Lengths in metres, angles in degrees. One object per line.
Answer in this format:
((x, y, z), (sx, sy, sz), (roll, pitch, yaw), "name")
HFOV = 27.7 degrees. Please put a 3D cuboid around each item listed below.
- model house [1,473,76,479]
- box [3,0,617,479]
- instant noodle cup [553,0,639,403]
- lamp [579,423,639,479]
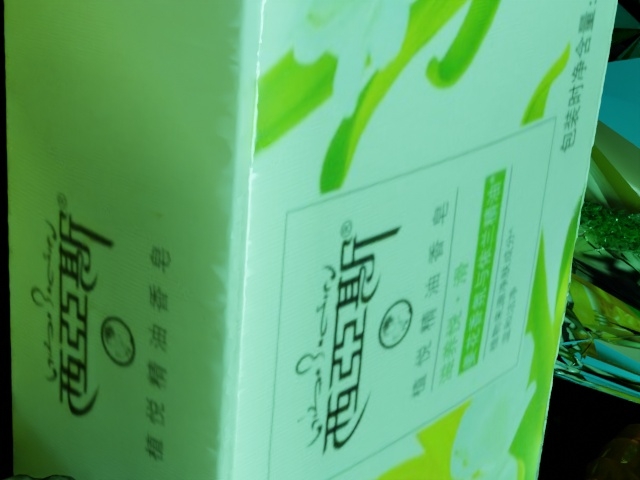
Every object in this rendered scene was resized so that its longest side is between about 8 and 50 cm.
((-0.122, 0.146, 0.365), (0.165, 0.106, 0.152), (-4, 113, -57), "model house")
((0.000, 0.000, 0.448), (0.194, 0.111, 0.260), (-23, 128, -45), "box")
((0.163, -0.024, 0.590), (0.240, 0.178, 0.240), (-29, 129, -43), "instant noodle cup")
((0.229, 0.225, 0.783), (0.247, 0.247, 0.247), (-29, 130, -42), "lamp")
